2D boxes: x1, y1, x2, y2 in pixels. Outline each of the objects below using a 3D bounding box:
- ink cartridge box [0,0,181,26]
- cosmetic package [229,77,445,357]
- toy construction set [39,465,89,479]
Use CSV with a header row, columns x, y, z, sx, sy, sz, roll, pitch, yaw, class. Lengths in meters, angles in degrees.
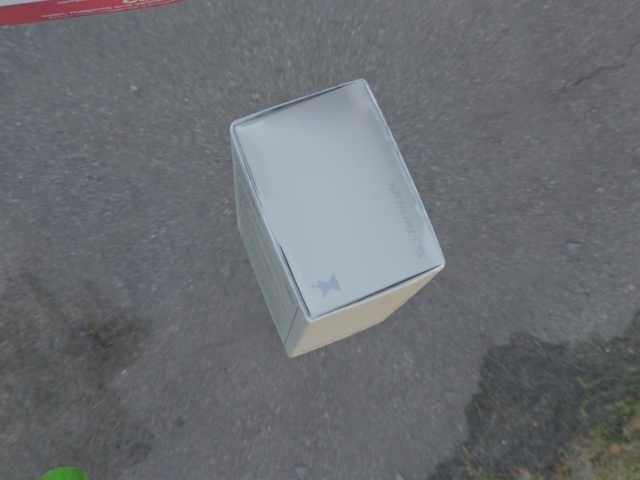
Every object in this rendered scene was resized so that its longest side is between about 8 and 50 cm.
x,y,z,sx,sy,sz,roll,pitch,yaw,class
-0.122,-0.162,0.322,0.127,0.176,0.128,-7,92,-1,ink cartridge box
0.000,0.000,0.777,0.113,0.309,0.160,-21,81,-9,cosmetic package
-0.365,0.166,0.637,0.309,0.237,0.257,-41,129,16,toy construction set
